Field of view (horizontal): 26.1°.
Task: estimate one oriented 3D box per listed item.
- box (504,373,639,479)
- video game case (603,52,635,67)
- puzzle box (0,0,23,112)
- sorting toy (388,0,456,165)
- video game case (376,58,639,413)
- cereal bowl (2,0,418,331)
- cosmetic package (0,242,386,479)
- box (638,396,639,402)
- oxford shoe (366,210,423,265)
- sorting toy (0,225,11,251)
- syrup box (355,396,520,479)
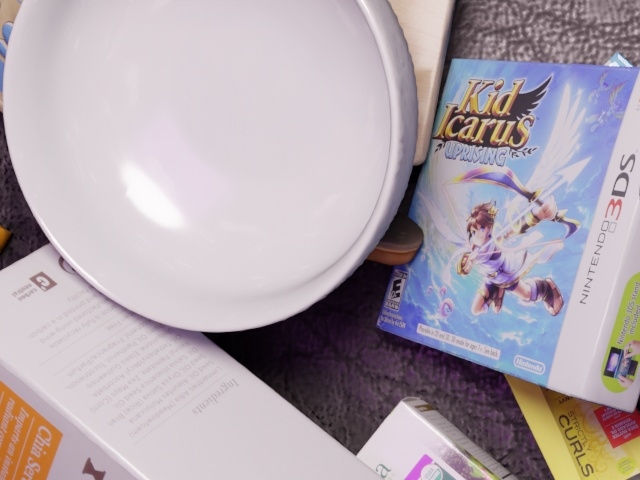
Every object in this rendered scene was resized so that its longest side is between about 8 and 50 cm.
[{"bbox_3d":[0.218,0.157,1.090,0.087,0.058,0.232,-28,52,9],"label":"box"},{"bbox_3d":[0.238,-0.060,1.176,0.166,0.015,0.119,-46,75,7],"label":"video game case"},{"bbox_3d":[-0.318,-0.289,1.255,0.409,0.052,0.272,40,130,15],"label":"puzzle box"},{"bbox_3d":[-0.004,-0.205,1.215,0.257,0.089,0.256,10,88,16],"label":"sorting toy"},{"bbox_3d":[0.168,-0.017,1.085,0.269,0.061,0.244,15,87,57],"label":"video game case"},{"bbox_3d":[-0.073,-0.107,1.093,0.339,0.141,0.339,6,107,21],"label":"cereal bowl"},{"bbox_3d":[-0.117,0.229,1.124,0.453,0.161,0.230,36,129,15],"label":"cosmetic package"},{"bbox_3d":[0.288,0.131,1.108,0.052,0.083,0.062,-32,77,10],"label":"box"},{"bbox_3d":[0.000,0.000,1.196,0.212,0.076,0.076,12,112,38],"label":"oxford shoe"},{"bbox_3d":[-0.458,-0.018,1.353,0.307,0.041,0.229,31,89,16],"label":"sorting toy"},{"bbox_3d":[0.135,0.239,1.135,0.237,0.096,0.093,39,95,14],"label":"syrup box"}]
